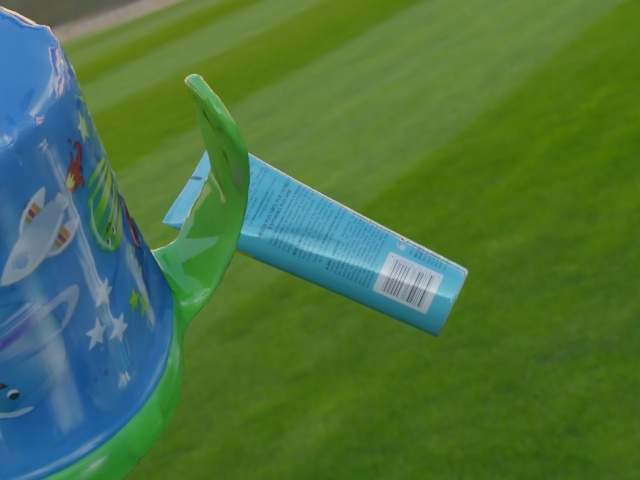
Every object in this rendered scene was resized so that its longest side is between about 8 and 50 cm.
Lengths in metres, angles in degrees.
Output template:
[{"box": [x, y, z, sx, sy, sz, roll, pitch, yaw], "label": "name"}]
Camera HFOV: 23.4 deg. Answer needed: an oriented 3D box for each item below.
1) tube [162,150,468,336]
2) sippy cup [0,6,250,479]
[{"box": [0.000, 0.000, 1.077, 0.080, 0.207, 0.052, -62, -4, -32], "label": "tube"}, {"box": [-0.199, 0.002, 0.822, 0.240, 0.224, 0.305, 15, 45, 20], "label": "sippy cup"}]
